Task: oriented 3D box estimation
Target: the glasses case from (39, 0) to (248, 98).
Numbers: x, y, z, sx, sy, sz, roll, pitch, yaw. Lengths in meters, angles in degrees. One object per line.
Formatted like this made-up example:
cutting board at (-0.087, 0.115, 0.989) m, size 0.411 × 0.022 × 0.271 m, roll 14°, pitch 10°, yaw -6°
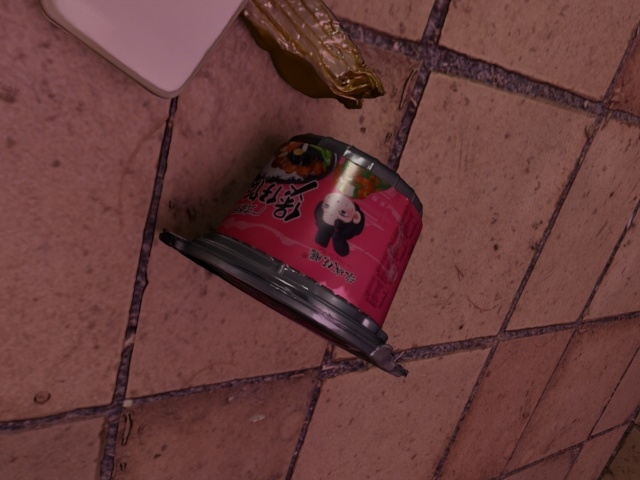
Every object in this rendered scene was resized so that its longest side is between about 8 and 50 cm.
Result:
glasses case at (-0.093, -0.280, 0.467) m, size 0.131 × 0.070 × 0.313 m, roll 35°, pitch 93°, yaw -32°

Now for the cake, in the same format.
cake at (-0.012, -0.199, 0.570) m, size 0.079 × 0.116 × 0.185 m, roll -39°, pitch 138°, yaw -9°

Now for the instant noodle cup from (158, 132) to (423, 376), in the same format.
instant noodle cup at (0.000, 0.000, 0.624) m, size 0.302 × 0.258 × 0.182 m, roll 33°, pitch 78°, yaw -16°
